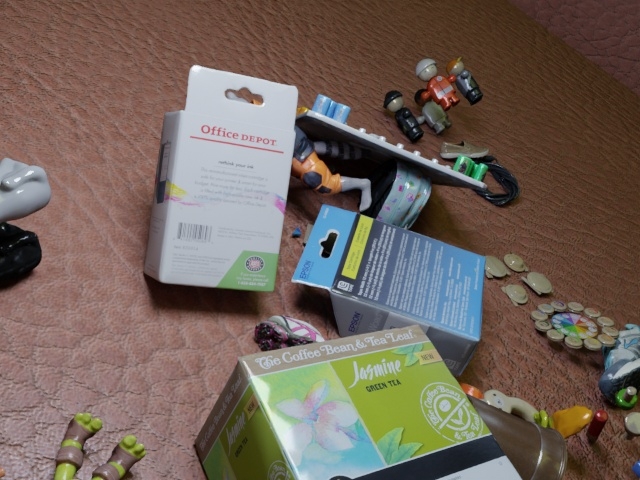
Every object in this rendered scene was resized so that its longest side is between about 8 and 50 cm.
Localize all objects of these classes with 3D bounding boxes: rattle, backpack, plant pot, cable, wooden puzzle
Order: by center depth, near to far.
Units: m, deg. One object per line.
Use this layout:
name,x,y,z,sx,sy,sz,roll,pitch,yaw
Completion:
plant pot,0.271,0.338,1.203,0.165,0.167,0.167,30,38,-9
rattle,0.348,0.297,1.339,0.200,0.143,0.130,42,58,6
wooden puzzle,0.000,0.000,1.545,0.116,0.014,0.078,28,34,-3
backpack,0.153,-0.082,1.595,0.115,0.182,0.152,16,39,-16
cable,0.441,-0.164,1.975,0.150,0.047,0.184,10,43,-23

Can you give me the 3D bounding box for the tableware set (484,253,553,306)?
tableware set,0.447,0.082,1.729,0.169,0.020,0.141,-11,51,-38

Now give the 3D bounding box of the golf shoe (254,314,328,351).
golf shoe,-0.018,0.171,1.263,0.186,0.067,0.086,26,31,31

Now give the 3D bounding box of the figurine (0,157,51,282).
figurine,-0.489,0.007,1.071,0.092,0.215,0.209,30,40,5

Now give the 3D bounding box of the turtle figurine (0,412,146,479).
turtle figurine,-0.299,0.329,0.934,0.269,0.087,0.217,20,31,2

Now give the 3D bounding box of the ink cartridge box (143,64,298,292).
ink cartridge box,-0.168,-0.101,1.287,0.207,0.353,0.119,7,3,-27

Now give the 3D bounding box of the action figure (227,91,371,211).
action figure,-0.076,-0.199,1.545,0.330,0.178,0.341,29,14,-31

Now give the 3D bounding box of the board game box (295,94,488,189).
board game box,0.132,-0.210,1.651,0.390,0.050,0.390,21,2,-11

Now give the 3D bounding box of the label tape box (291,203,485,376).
label tape box,0.131,0.087,1.445,0.348,0.115,0.249,17,38,3

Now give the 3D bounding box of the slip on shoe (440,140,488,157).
slip on shoe,0.381,-0.243,1.996,0.135,0.041,0.051,-3,18,-8

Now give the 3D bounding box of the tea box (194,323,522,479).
tea box,0.051,0.323,1.052,0.329,0.220,0.323,-6,49,-36

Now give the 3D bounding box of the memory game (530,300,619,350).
memory game,0.551,0.180,1.633,0.186,0.012,0.186,4,27,-2

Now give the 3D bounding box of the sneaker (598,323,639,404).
sneaker,0.645,0.258,1.615,0.122,0.110,0.283,32,32,33

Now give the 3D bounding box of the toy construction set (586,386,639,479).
toy construction set,0.644,0.412,1.391,0.309,0.237,0.257,25,66,22

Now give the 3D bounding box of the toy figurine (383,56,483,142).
toy figurine,0.295,-0.379,1.986,0.209,0.213,0.148,-23,75,-44
